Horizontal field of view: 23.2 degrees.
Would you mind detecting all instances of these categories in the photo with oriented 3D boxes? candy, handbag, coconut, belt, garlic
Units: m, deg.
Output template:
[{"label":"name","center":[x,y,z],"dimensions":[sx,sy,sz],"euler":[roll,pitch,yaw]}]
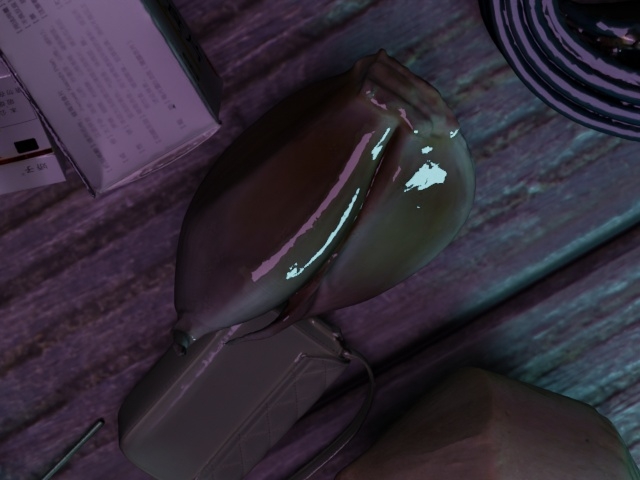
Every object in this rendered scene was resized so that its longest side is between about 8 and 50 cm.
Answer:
[{"label":"candy","center":[-0.309,0.265,1.697],"dimensions":[0.202,0.061,0.061],"euler":[-45,104,4]},{"label":"handbag","center":[-0.072,0.178,1.660],"dimensions":[0.219,0.079,0.256],"euler":[37,104,-24]},{"label":"coconut","center":[0.164,0.280,1.581],"dimensions":[0.329,0.329,0.328],"euler":[0,108,-1]},{"label":"belt","center":[0.370,-0.245,1.476],"dimensions":[0.437,0.173,0.300],"euler":[-1,106,-2]},{"label":"garlic","center":[0.000,0.000,1.515],"dimensions":[0.231,0.246,0.340],"euler":[39,84,-23]}]

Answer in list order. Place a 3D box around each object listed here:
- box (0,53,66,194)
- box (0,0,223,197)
[{"label":"box","center":[-0.313,-0.113,1.536],"dimensions":[0.084,0.040,0.154],"euler":[-14,138,1]},{"label":"box","center":[-0.234,-0.226,1.465],"dimensions":[0.145,0.173,0.332],"euler":[-30,107,6]}]
